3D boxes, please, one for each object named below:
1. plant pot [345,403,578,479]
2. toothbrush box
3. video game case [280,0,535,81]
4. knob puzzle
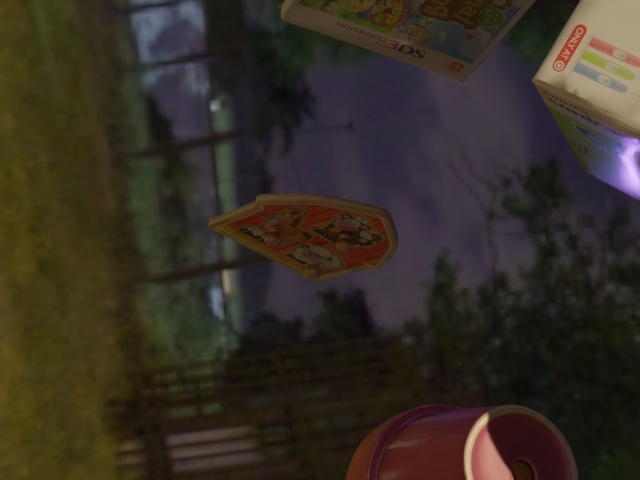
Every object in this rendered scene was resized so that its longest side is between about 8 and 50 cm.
[{"bbox_3d":[0.150,0.245,1.395,0.180,0.201,0.201,-41,-126,56],"label":"plant pot"},{"bbox_3d":[0.322,-0.161,1.307,0.206,0.122,0.283,-59,157,-1],"label":"toothbrush box"},{"bbox_3d":[0.093,-0.232,1.249,0.212,0.193,0.023,131,-31,-52],"label":"video game case"},{"bbox_3d":[0.000,0.000,1.571,0.213,0.213,0.030,104,-5,-64],"label":"knob puzzle"}]
